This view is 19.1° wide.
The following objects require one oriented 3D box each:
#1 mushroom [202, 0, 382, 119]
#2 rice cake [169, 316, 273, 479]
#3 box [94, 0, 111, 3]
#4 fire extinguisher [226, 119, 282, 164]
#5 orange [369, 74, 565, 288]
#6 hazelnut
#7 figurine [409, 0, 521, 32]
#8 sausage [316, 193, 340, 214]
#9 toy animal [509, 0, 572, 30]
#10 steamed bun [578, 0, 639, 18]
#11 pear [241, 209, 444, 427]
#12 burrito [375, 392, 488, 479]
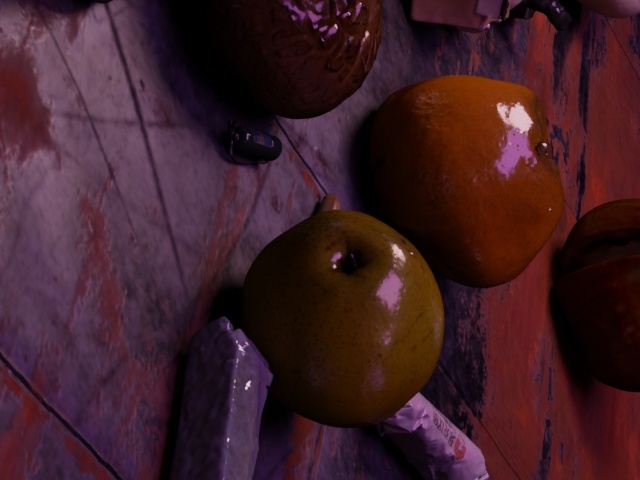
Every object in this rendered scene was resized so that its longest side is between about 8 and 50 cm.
[{"bbox_3d":[-0.025,-0.237,1.799,0.253,0.153,0.253,-5,90,-70],"label":"mushroom"},{"bbox_3d":[-0.083,0.165,1.558,0.069,0.063,0.206,54,34,-48],"label":"rice cake"},{"bbox_3d":[-0.107,-0.301,1.584,0.130,0.227,0.162,57,28,-5],"label":"box"},{"bbox_3d":[-0.067,-0.089,1.770,0.083,0.025,0.038,15,86,-61],"label":"fire extinguisher"},{"bbox_3d":[0.170,-0.066,2.056,0.249,0.183,0.249,42,40,-48],"label":"orange"},{"bbox_3d":[0.418,0.071,2.466,0.217,0.217,0.252,33,48,-55],"label":"hazelnut"},{"bbox_3d":[0.184,-0.327,2.306,0.237,0.141,0.163,-49,149,-63],"label":"figurine"},{"bbox_3d":[0.000,0.000,1.860,0.024,0.024,0.132,59,31,-31],"label":"sausage"},{"bbox_3d":[0.269,-0.383,2.542,0.121,0.094,0.225,37,46,-40],"label":"toy animal"},{"bbox_3d":[0.412,-0.441,2.788,0.232,0.145,0.232,1,90,-66],"label":"steamed bun"},{"bbox_3d":[0.016,0.070,1.683,0.198,0.198,0.198,40,43,-51],"label":"pear"},{"bbox_3d":[0.109,0.204,1.933,0.203,0.064,0.064,47,38,-47],"label":"burrito"}]
